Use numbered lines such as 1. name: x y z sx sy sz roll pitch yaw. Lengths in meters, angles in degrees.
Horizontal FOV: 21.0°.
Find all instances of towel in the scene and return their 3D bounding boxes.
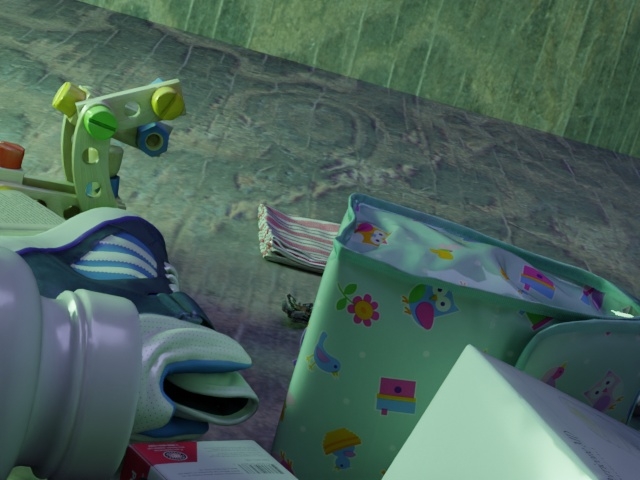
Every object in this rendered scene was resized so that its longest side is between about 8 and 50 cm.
1. towel: 0.000 0.000 2.010 0.144 0.029 0.197 15 15 -8

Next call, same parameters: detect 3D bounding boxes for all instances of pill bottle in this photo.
1. pill bottle: -0.286 0.079 1.128 0.318 0.176 0.176 10 16 -21

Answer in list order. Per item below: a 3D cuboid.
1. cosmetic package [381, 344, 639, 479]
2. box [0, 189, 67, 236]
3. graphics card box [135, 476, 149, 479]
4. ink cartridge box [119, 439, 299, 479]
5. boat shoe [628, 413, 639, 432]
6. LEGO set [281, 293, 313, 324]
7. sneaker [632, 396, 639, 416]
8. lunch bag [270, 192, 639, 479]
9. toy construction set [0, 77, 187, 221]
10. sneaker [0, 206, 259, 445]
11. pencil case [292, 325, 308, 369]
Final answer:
1. cosmetic package: 0.186 0.204 1.130 0.224 0.138 0.224 26 10 -23
2. box: -0.350 0.012 1.466 0.275 0.094 0.113 1 20 -43
3. graphics card box: -0.008 0.260 0.917 0.370 0.094 0.233 21 15 21
4. ink cartridge box: -0.055 0.195 1.162 0.109 0.063 0.150 5 19 -38
5. boat shoe: 0.360 0.227 1.411 0.158 0.127 0.340 -1 14 -30
6. LEGO set: -0.013 0.077 1.739 0.083 0.023 0.054 23 12 -28
7. sneaker: 0.211 0.135 1.551 0.302 0.121 0.108 7 17 -32
8. lunch bag: 0.112 0.114 1.325 0.262 0.223 0.160 18 20 1
9. toy construction set: -0.305 -0.086 1.636 0.327 0.215 0.151 14 14 -7
10. sneaker: -0.141 0.084 1.404 0.236 0.130 0.323 31 13 15
11. pencil case: 0.059 0.091 1.634 0.088 0.086 0.206 -15 -3 28
